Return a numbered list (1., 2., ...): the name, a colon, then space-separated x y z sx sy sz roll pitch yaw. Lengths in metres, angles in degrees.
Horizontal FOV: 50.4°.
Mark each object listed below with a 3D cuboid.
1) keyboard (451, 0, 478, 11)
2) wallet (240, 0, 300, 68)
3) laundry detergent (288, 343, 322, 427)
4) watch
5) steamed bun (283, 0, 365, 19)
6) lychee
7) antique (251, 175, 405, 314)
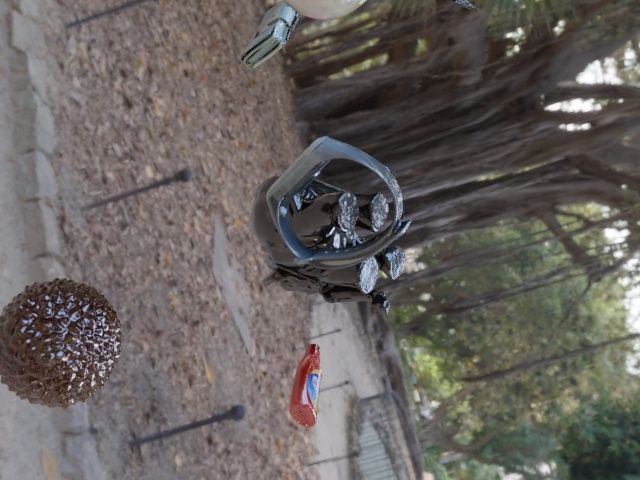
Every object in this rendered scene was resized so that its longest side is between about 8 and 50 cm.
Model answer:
1. keyboard: 0.204 -0.458 1.205 0.198 0.064 0.010 56 -50 39
2. wallet: -0.153 -0.673 2.177 0.075 0.176 0.250 41 47 -26
3. laundry detergent: -0.022 0.282 1.356 0.165 0.049 0.097 -78 155 -46
4. watch: 0.021 -0.045 1.043 0.193 0.206 0.068 46 26 0
5. steamed bun: 0.015 -0.673 1.672 0.309 0.309 0.309 -17 90 -84
6. lychee: -0.377 0.141 0.955 0.188 0.188 0.188 -17 90 -84
7. antique: 0.000 0.000 1.275 0.185 0.255 0.322 -60 139 -35
